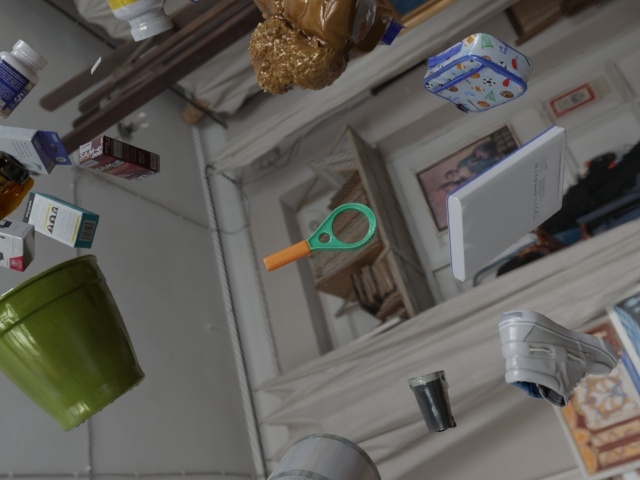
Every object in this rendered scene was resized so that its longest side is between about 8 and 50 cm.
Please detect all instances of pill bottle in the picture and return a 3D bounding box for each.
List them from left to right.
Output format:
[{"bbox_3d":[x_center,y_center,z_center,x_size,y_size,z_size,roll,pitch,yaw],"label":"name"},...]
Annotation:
[{"bbox_3d":[-0.789,-0.412,1.630,0.112,0.186,0.112,39,175,4],"label":"pill bottle"},{"bbox_3d":[-0.328,-0.448,1.111,0.103,0.103,0.184,-75,-32,-61],"label":"pill bottle"}]

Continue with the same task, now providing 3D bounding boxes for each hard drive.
[{"bbox_3d":[0.391,-0.078,1.334,0.040,0.319,0.210,34,147,43],"label":"hard drive"}]

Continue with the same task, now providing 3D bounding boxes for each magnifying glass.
[{"bbox_3d":[0.000,0.000,1.236,0.026,0.231,0.092,62,-176,-70],"label":"magnifying glass"}]

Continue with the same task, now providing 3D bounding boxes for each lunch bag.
[{"bbox_3d":[0.448,-0.484,1.884,0.243,0.303,0.114,21,-102,-19],"label":"lunch bag"}]

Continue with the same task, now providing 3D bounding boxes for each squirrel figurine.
[{"bbox_3d":[-0.063,-0.579,1.655,0.371,0.396,0.281,27,178,23],"label":"squirrel figurine"}]

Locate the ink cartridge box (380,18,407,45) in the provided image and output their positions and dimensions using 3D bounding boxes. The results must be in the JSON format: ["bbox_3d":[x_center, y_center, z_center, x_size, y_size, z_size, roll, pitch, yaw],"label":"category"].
[{"bbox_3d":[0.125,-0.650,1.905,0.176,0.069,0.371,27,-171,-16],"label":"ink cartridge box"}]

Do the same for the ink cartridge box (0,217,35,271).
[{"bbox_3d":[-0.770,0.000,1.532,0.151,0.109,0.063,16,-144,-4],"label":"ink cartridge box"}]

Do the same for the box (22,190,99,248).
[{"bbox_3d":[-0.725,-0.058,1.783,0.060,0.244,0.100,10,-82,-58],"label":"box"}]

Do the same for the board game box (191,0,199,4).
[{"bbox_3d":[-0.272,-0.573,1.310,0.035,0.136,0.201,54,-163,12],"label":"board game box"}]

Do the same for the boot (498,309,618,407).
[{"bbox_3d":[0.378,0.206,1.015,0.258,0.095,0.123,22,-120,-26],"label":"boot"}]

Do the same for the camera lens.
[{"bbox_3d":[-0.011,0.517,1.218,0.219,0.219,0.274,62,-158,-2],"label":"camera lens"}]

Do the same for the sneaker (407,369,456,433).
[{"bbox_3d":[0.236,0.341,1.353,0.222,0.083,0.118,36,-143,-72],"label":"sneaker"}]

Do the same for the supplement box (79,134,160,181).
[{"bbox_3d":[-0.679,-0.274,2.181,0.239,0.130,0.073,17,-116,-52],"label":"supplement box"}]

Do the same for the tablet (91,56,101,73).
[{"bbox_3d":[-0.729,-0.569,2.081,0.006,0.054,0.083,35,-172,-28],"label":"tablet"}]

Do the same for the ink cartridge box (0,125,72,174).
[{"bbox_3d":[-0.878,-0.266,1.905,0.223,0.224,0.045,111,162,-68],"label":"ink cartridge box"}]

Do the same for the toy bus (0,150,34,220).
[{"bbox_3d":[-0.637,-0.140,1.086,0.211,0.149,0.220,40,176,19],"label":"toy bus"}]

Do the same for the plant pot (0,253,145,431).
[{"bbox_3d":[-0.645,0.282,1.655,0.353,0.367,0.366,55,-160,1],"label":"plant pot"}]
